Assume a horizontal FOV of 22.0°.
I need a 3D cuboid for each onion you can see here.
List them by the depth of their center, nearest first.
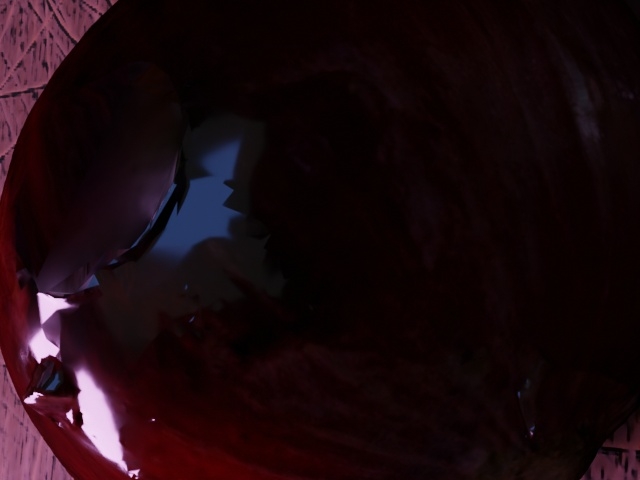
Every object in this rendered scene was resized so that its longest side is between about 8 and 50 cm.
[{"bbox_3d":[0.002,0.008,0.767,0.341,0.341,0.341,-9,77,43],"label":"onion"}]
